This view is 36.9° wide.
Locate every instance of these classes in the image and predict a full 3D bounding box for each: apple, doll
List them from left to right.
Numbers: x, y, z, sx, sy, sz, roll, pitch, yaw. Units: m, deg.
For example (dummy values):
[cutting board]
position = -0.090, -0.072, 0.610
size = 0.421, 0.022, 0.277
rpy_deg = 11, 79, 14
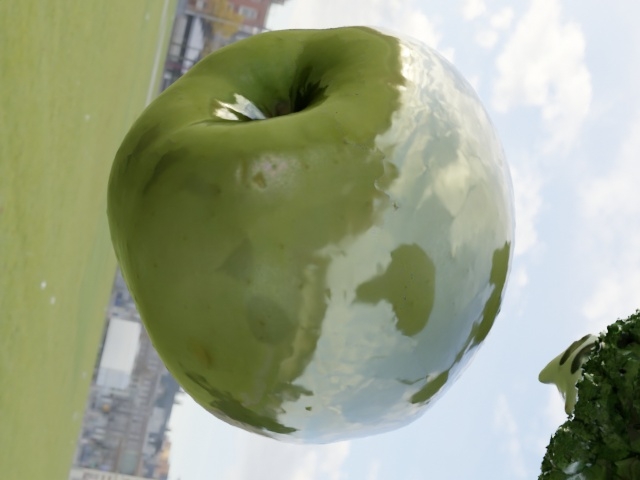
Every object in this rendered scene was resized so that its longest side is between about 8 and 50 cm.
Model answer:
[apple]
position = 0.000, 0.000, 0.814
size = 0.357, 0.357, 0.357
rpy_deg = -168, -90, -79
[doll]
position = 0.341, 0.151, 1.040
size = 0.110, 0.181, 0.106
rpy_deg = -137, -122, -75

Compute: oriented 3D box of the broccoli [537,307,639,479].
[broccoli]
position = 0.243, 0.164, 0.519
size = 0.270, 0.270, 0.270
rpy_deg = -43, 159, -49
